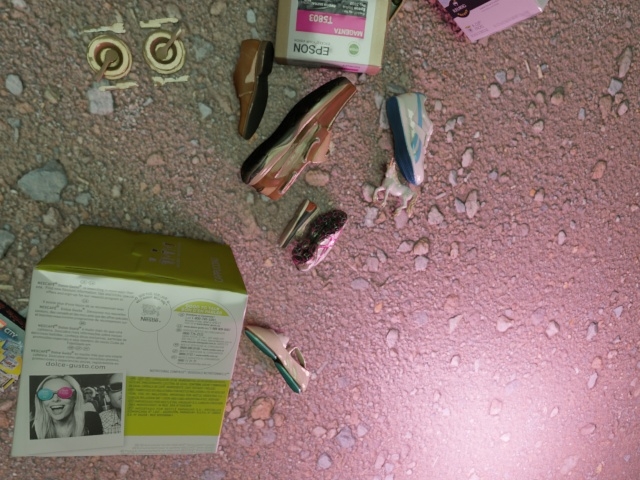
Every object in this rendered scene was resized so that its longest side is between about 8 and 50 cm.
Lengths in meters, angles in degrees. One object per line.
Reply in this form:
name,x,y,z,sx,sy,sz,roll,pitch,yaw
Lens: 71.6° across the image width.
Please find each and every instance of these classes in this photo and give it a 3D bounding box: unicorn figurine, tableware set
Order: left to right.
tableware set,-0.373,-0.379,0.902,0.194,0.039,0.128,-13,108,-14
unicorn figurine,0.188,-0.131,1.138,0.162,0.060,0.111,26,95,-38

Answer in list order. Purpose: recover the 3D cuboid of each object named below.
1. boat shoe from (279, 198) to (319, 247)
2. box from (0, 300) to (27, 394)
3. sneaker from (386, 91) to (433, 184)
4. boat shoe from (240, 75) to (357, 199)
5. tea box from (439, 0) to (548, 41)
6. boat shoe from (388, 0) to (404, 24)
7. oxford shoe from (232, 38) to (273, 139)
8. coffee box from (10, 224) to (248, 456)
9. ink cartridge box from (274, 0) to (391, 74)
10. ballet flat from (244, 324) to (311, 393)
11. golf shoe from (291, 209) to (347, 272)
boat shoe,-0.053,-0.036,1.090,0.043,0.049,0.137,33,88,-24
box,-0.723,0.208,0.945,0.159,0.044,0.233,-41,112,-3
sneaker,0.235,-0.250,1.101,0.092,0.087,0.229,-18,111,-14
boat shoe,-0.038,-0.227,1.014,0.324,0.122,0.120,-44,118,6
tea box,0.382,-0.689,0.940,0.323,0.220,0.329,37,83,-21
boat shoe,0.175,-0.565,1.006,0.068,0.072,0.190,19,98,-21
oxford shoe,-0.159,-0.331,0.978,0.076,0.076,0.212,15,103,10
coffee box,-0.356,0.179,0.893,0.338,0.337,0.335,9,101,-19
ink cartridge box,0.025,-0.472,0.948,0.234,0.088,0.193,5,102,-3
ballet flat,-0.101,0.289,1.150,0.086,0.086,0.248,-35,113,-6
golf shoe,0.000,0.000,1.114,0.186,0.067,0.086,-47,155,-13
